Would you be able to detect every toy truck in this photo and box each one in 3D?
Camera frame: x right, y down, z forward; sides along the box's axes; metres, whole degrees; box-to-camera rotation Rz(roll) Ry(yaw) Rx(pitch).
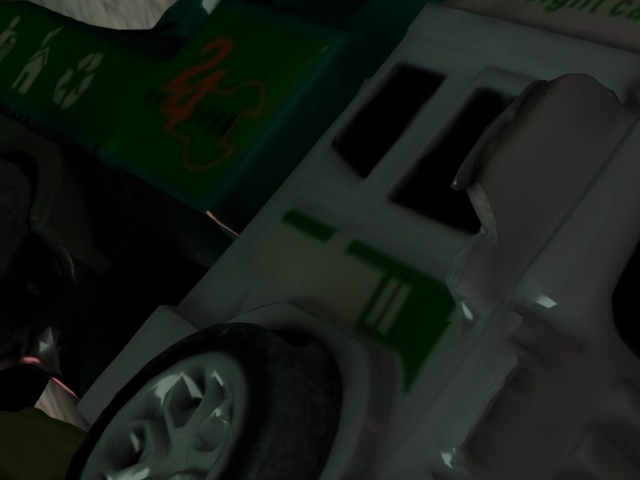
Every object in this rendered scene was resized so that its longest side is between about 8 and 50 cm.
[{"bbox_3d":[-0.004,0.006,0.475,0.176,0.178,0.363,40,177,-29],"label":"toy truck"}]

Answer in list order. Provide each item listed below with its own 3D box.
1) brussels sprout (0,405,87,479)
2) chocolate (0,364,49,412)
[{"bbox_3d":[-0.196,0.213,0.975,0.274,0.316,0.243,49,-150,-56],"label":"brussels sprout"},{"bbox_3d":[-0.222,0.030,1.057,0.177,0.176,0.177,49,149,43],"label":"chocolate"}]
